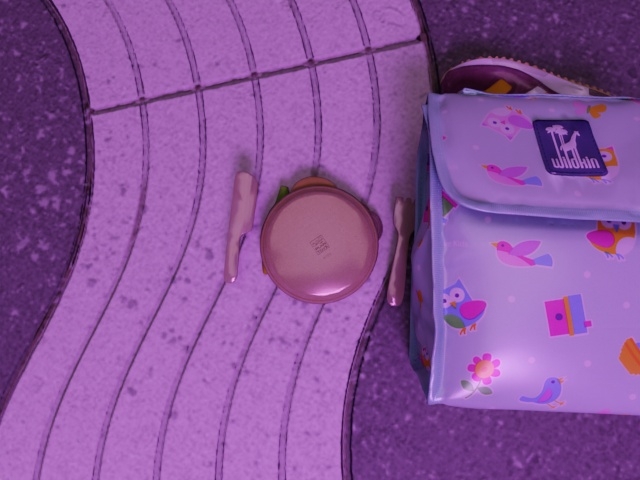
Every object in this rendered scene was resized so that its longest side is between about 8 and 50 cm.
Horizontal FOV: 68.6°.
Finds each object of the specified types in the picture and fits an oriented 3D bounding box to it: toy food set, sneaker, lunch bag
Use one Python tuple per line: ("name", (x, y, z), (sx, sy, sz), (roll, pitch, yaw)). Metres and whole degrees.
("toy food set", (0.000, 0.000, 0.494), (0.192, 0.038, 0.132), (9, 90, -1))
("sneaker", (0.208, -0.122, 0.476), (0.185, 0.069, 0.084), (17, 83, 8))
("lunch bag", (0.192, 0.001, 0.405), (0.223, 0.160, 0.262), (2, 92, 5))
